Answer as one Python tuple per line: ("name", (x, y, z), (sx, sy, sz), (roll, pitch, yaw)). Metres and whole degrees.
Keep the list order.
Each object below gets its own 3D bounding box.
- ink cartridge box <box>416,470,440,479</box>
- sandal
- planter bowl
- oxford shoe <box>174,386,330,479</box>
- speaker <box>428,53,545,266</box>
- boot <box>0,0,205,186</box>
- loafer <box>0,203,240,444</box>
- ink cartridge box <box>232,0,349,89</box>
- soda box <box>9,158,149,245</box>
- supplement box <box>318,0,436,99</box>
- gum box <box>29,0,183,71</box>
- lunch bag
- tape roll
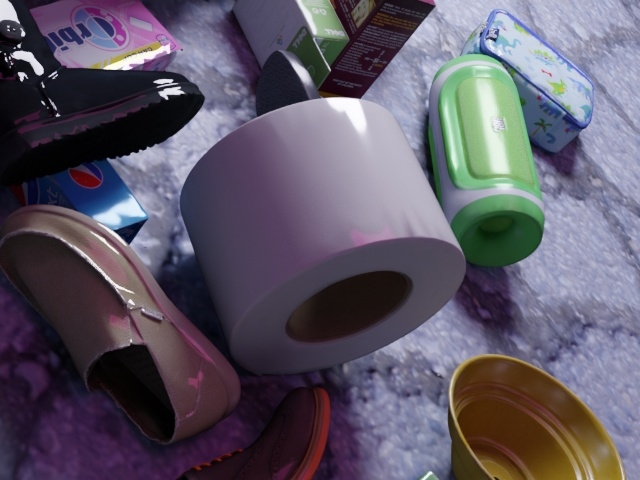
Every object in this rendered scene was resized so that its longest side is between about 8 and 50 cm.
("ink cartridge box", (0.022, 0.301, 0.886), (0.093, 0.154, 0.212), (49, 40, 9))
("sandal", (-0.002, -0.107, 1.294), (0.054, 0.097, 0.255), (-16, 76, -44))
("planter bowl", (0.205, 0.230, 1.140), (0.217, 0.090, 0.217), (22, 36, -17))
("oxford shoe", (-0.070, 0.210, 0.945), (0.098, 0.097, 0.271), (33, 40, -1))
("speaker", (0.215, -0.112, 1.442), (0.131, 0.131, 0.297), (20, 44, -24))
("boot", (-0.252, -0.174, 1.035), (0.246, 0.094, 0.207), (-24, 75, -41))
("loafer", (-0.187, 0.076, 0.964), (0.268, 0.102, 0.092), (41, 34, -1))
("ink cartridge box", (-0.030, -0.256, 1.387), (0.062, 0.109, 0.209), (-2, 56, -39))
("soda box", (-0.263, -0.074, 1.066), (0.071, 0.067, 0.210), (-24, 71, -48))
("supplement box", (0.051, -0.280, 1.412), (0.080, 0.188, 0.104), (6, 51, -36))
("gum box", (-0.250, -0.210, 1.203), (0.107, 0.062, 0.188), (47, 40, 6))
("lunch bag", (0.320, -0.252, 1.685), (0.219, 0.090, 0.176), (38, 37, -6))
("tape roll", (0.000, 0.000, 1.073), (0.246, 0.246, 0.169), (2, 54, -38))
